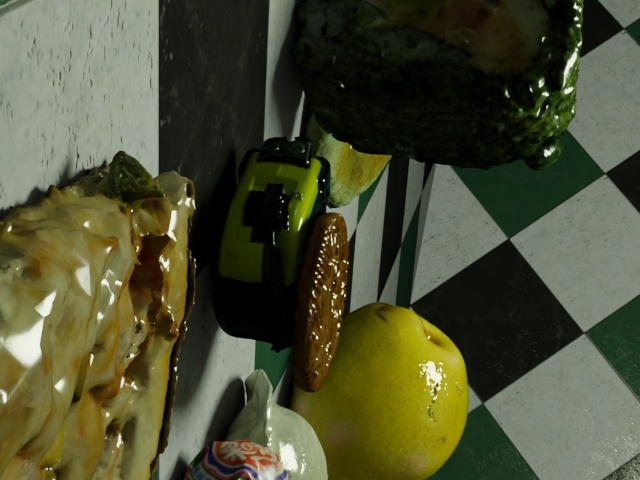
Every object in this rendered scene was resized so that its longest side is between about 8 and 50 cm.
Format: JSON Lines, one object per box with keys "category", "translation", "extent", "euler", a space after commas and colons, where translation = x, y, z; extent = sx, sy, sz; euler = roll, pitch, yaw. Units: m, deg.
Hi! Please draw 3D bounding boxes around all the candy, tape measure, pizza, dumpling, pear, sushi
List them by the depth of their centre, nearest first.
{"category": "pizza", "translation": [-0.164, 0.112, 0.792], "extent": [0.392, 0.080, 0.435], "euler": [-71, 167, -45]}
{"category": "tape measure", "translation": [-0.054, 0.014, 1.223], "extent": [0.186, 0.112, 0.199], "euler": [-75, 166, -46]}
{"category": "candy", "translation": [-0.123, 0.383, 1.228], "extent": [0.124, 0.124, 0.365], "euler": [-26, 132, -78]}
{"category": "dumpling", "translation": [-0.059, 0.243, 1.352], "extent": [0.216, 0.126, 0.166], "euler": [-65, 152, -56]}
{"category": "sushi", "translation": [0.148, -0.250, 1.439], "extent": [0.178, 0.352, 0.294], "euler": [69, 34, -65]}
{"category": "pear", "translation": [0.064, 0.254, 1.749], "extent": [0.285, 0.336, 0.285], "euler": [53, 2, -3]}

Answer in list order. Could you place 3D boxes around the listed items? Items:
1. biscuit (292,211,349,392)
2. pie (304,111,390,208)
{"category": "biscuit", "translation": [0.004, 0.064, 1.195], "extent": [0.188, 0.027, 0.187], "euler": [7, 90, -81]}
{"category": "pie", "translation": [0.065, -0.185, 1.681], "extent": [0.323, 0.071, 0.323], "euler": [-54, 162, -26]}
